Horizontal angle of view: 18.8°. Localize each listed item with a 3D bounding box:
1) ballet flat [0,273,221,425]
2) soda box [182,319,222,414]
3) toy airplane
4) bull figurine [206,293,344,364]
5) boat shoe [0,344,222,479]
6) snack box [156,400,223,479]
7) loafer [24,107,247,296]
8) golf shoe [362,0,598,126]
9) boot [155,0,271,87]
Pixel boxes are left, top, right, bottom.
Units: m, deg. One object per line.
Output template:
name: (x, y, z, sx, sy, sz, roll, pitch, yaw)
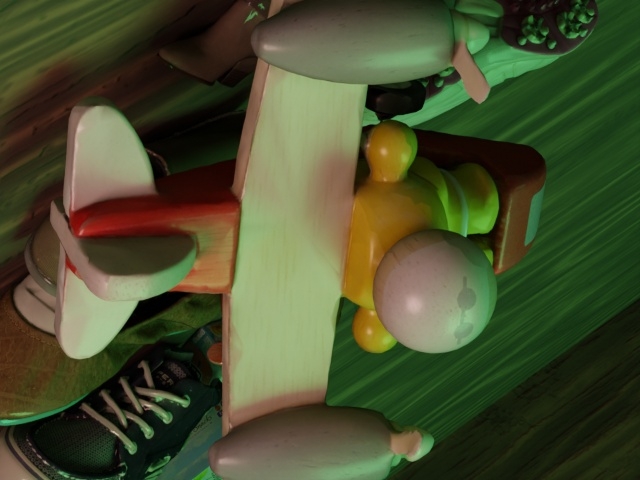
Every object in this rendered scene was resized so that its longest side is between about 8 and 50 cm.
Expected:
ballet flat: (-0.176, 0.046, 1.625, 0.342, 0.116, 0.124, -22, 145, -55)
soda box: (-0.148, 0.166, 2.134, 0.183, 0.058, 0.063, -48, 163, 28)
toy airplane: (0.000, 0.000, 1.378, 0.384, 0.272, 0.386, -50, 137, -11)
bull figurine: (-0.031, 0.029, 1.701, 0.310, 0.101, 0.188, 16, 83, -87)
boat shoe: (-0.207, 0.179, 1.944, 0.158, 0.127, 0.340, -48, 172, 9)
snack box: (-0.135, 0.269, 2.452, 0.174, 0.070, 0.207, -37, 164, -11)
loafer: (-0.115, -0.035, 1.538, 0.251, 0.094, 0.087, -32, 168, -25)
golf shoe: (0.113, -0.172, 1.705, 0.306, 0.115, 0.140, -20, 167, -37)
boot: (-0.064, -0.156, 1.426, 0.087, 0.042, 0.118, -52, 159, 14)
